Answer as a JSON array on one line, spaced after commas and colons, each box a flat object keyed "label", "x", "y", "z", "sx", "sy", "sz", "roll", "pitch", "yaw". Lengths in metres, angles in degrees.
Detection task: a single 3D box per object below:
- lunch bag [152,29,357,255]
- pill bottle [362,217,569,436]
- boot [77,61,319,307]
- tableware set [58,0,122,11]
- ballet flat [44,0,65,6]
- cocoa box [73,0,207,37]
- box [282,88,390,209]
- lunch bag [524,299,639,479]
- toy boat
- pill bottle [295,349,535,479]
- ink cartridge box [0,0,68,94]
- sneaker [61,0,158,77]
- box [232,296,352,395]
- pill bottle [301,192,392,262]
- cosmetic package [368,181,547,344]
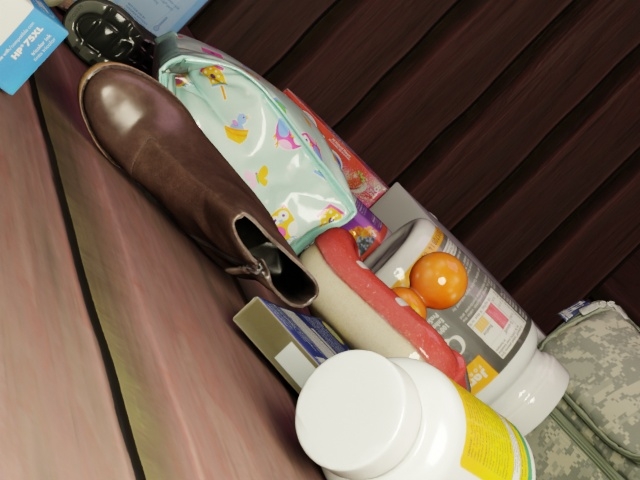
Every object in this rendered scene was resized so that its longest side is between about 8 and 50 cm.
[{"label": "lunch bag", "x": -0.097, "y": -0.111, "z": 1.564, "sx": 0.262, "sy": 0.160, "sz": 0.223, "roll": 49, "pitch": 5, "yaw": -16}, {"label": "pill bottle", "x": 0.170, "y": 0.117, "z": 1.782, "sx": 0.278, "sy": 0.162, "sz": 0.162, "roll": 44, "pitch": 6, "yaw": -7}, {"label": "boot", "x": -0.108, "y": -0.055, "z": 1.297, "sx": 0.248, "sy": 0.090, "sz": 0.207, "roll": 50, "pitch": -9, "yaw": -28}, {"label": "tableware set", "x": -0.293, "y": -0.300, "z": 1.954, "sx": 0.169, "sy": 0.020, "sz": 0.141, "roll": 41, "pitch": 20, "yaw": 33}, {"label": "ballet flat", "x": -0.363, "y": -0.370, "z": 1.924, "sx": 0.086, "sy": 0.086, "sz": 0.248, "roll": 43, "pitch": 12, "yaw": -22}, {"label": "cocoa box", "x": -0.324, "y": -0.479, "z": 2.162, "sx": 0.347, "sy": 0.231, "sz": 0.228, "roll": 43, "pitch": 7, "yaw": -23}, {"label": "box", "x": -0.002, "y": -0.119, "z": 2.416, "sx": 0.257, "sy": 0.128, "sz": 0.122, "roll": 46, "pitch": 6, "yaw": 16}, {"label": "lunch bag", "x": 0.398, "y": 0.256, "z": 1.953, "sx": 0.212, "sy": 0.256, "sz": 0.305, "roll": 39, "pitch": 8, "yaw": -48}, {"label": "toy boat", "x": 0.083, "y": 0.067, "z": 1.434, "sx": 0.231, "sy": 0.151, "sz": 0.151, "roll": 43, "pitch": -16, "yaw": 31}, {"label": "pill bottle", "x": 0.070, "y": 0.155, "z": 1.054, "sx": 0.117, "sy": 0.117, "sz": 0.208, "roll": 49, "pitch": 8, "yaw": 38}, {"label": "ink cartridge box", "x": -0.328, "y": -0.231, "z": 1.161, "sx": 0.231, "sy": 0.078, "sz": 0.134, "roll": 37, "pitch": 10, "yaw": -50}, {"label": "sneaker", "x": -0.204, "y": -0.209, "z": 1.778, "sx": 0.267, "sy": 0.101, "sz": 0.106, "roll": 44, "pitch": 4, "yaw": -13}, {"label": "box", "x": 0.008, "y": 0.119, "z": 1.267, "sx": 0.136, "sy": 0.036, "sz": 0.225, "roll": 47, "pitch": 6, "yaw": 16}, {"label": "pill bottle", "x": -0.005, "y": -0.035, "z": 1.904, "sx": 0.193, "sy": 0.108, "sz": 0.108, "roll": 43, "pitch": 6, "yaw": -12}, {"label": "cosmetic package", "x": 0.195, "y": 0.091, "z": 2.213, "sx": 0.217, "sy": 0.156, "sz": 0.385, "roll": 42, "pitch": 5, "yaw": -30}]
